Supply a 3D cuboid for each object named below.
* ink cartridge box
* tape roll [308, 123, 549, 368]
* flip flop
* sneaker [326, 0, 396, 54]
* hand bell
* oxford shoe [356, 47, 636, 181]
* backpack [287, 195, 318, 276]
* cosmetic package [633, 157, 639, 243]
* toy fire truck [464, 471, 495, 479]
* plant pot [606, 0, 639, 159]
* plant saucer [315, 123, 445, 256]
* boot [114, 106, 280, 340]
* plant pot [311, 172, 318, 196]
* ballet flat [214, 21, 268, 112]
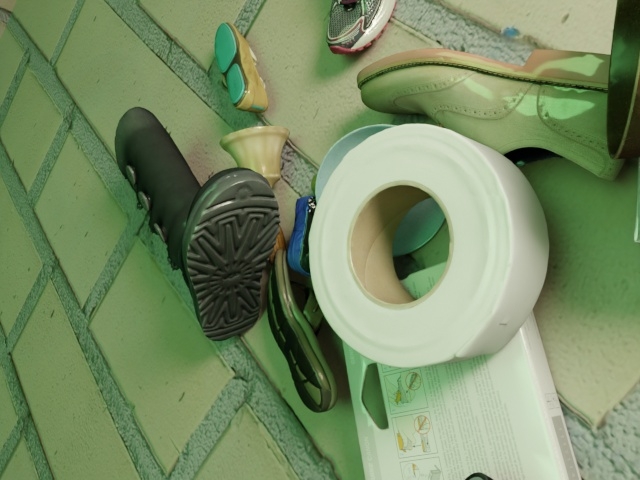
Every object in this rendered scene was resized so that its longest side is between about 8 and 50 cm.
[{"bbox_3d":[0.160,0.186,0.750,0.261,0.066,0.297,-23,66,35],"label":"ink cartridge box"},{"bbox_3d":[0.119,0.009,0.698,0.286,0.100,0.287,-6,81,41],"label":"tape roll"},{"bbox_3d":[-0.022,0.133,0.902,0.112,0.080,0.277,105,147,-45],"label":"flip flop"},{"bbox_3d":[0.061,-0.451,0.938,0.120,0.112,0.299,16,92,41],"label":"sneaker"},{"bbox_3d":[-0.096,-0.064,1.010,0.126,0.126,0.242,-14,84,37],"label":"hand bell"},{"bbox_3d":[0.198,-0.163,0.750,0.396,0.140,0.147,17,101,44],"label":"oxford shoe"},{"bbox_3d":[0.000,0.000,0.908,0.101,0.097,0.120,173,106,-69],"label":"backpack"},{"bbox_3d":[0.434,-0.039,0.530,0.237,0.127,0.107,1,83,42],"label":"cosmetic package"},{"bbox_3d":[0.155,0.407,0.589,0.217,0.158,0.246,-45,13,41],"label":"toy fire truck"},{"bbox_3d":[0.371,-0.169,0.463,0.230,0.215,0.216,5,84,20],"label":"plant pot"},{"bbox_3d":[0.091,-0.072,0.839,0.194,0.037,0.195,4,108,11],"label":"plant saucer"},{"bbox_3d":[-0.240,-0.098,1.022,0.445,0.146,0.367,57,146,34],"label":"boot"},{"bbox_3d":[0.028,-0.094,0.920,0.079,0.083,0.084,-16,70,50],"label":"plant pot"},{"bbox_3d":[-0.153,-0.330,1.121,0.080,0.073,0.232,-42,50,36],"label":"ballet flat"}]
